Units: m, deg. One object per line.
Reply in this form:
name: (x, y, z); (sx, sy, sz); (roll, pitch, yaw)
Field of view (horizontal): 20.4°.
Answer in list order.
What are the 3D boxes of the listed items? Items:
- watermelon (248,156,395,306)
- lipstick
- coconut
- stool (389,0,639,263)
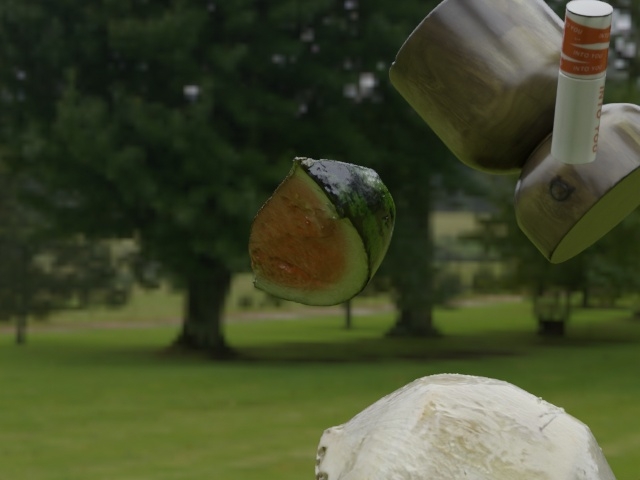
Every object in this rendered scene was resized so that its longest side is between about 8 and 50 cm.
watermelon: (0.000, -0.006, 1.545); (0.119, 0.063, 0.245); (20, -26, -1)
lipstick: (0.212, -0.128, 1.447); (0.038, 0.130, 0.038); (1, 27, -1)
coconut: (0.156, 0.331, 2.130); (0.360, 0.346, 0.346); (25, 9, 13)
stool: (0.219, -0.131, 1.841); (0.179, 0.264, 0.179); (-37, -17, -13)
